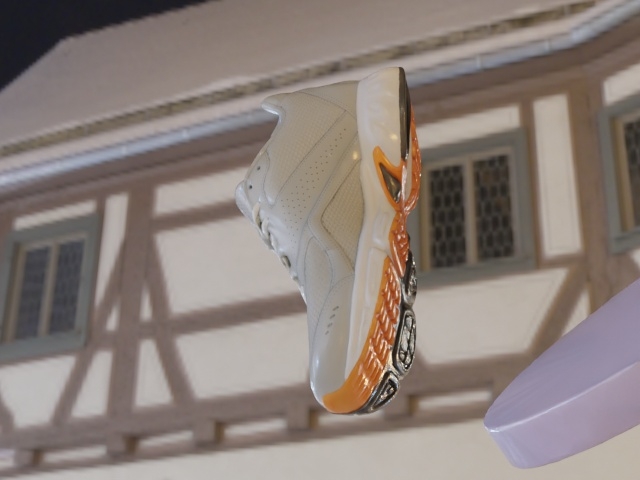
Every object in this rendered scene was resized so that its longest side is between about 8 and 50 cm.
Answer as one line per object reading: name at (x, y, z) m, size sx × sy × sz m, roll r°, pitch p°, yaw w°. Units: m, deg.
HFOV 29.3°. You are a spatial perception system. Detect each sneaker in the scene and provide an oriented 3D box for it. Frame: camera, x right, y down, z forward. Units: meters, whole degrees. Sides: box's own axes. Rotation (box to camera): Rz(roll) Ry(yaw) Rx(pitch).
sneaker at (0.000, 0.000, 0.802) m, size 0.121 × 0.262 × 0.099 m, roll -4°, pitch -40°, yaw 12°

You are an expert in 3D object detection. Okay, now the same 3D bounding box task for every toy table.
toy table at (0.242, 0.076, 0.623) m, size 0.274 × 0.161 × 0.252 m, roll -37°, pitch 0°, yaw 21°
